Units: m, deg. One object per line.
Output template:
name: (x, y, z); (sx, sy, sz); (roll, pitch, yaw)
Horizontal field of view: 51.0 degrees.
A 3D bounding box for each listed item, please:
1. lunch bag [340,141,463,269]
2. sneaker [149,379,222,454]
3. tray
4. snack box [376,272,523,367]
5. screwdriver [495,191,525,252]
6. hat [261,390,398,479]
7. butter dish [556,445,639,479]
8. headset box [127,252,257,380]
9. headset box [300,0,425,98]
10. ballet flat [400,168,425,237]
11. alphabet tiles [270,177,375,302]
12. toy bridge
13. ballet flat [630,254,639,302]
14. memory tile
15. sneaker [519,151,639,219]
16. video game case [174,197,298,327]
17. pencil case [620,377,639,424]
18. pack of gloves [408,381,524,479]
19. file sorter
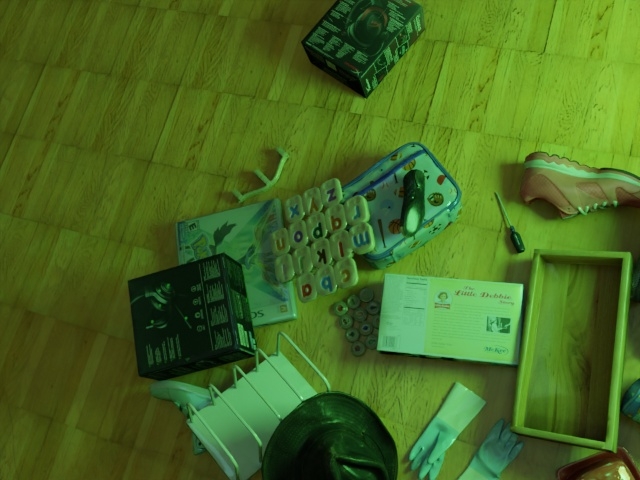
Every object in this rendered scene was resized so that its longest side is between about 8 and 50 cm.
lunch bag: (0.178, -0.089, 1.657); (0.303, 0.115, 0.243); (-34, 65, 1)
sneaker: (-0.317, 0.430, 1.619); (0.255, 0.094, 0.151); (11, 68, 15)
tray: (0.543, 0.226, 1.445); (0.202, 0.076, 0.411); (2, 71, 33)
snack box: (0.300, 0.183, 1.556); (0.321, 0.060, 0.187); (4, 73, 14)
screwdriver: (0.457, -0.047, 1.617); (0.025, 0.024, 0.170); (-29, 62, 36)
hat: (0.046, 0.492, 1.402); (0.331, 0.134, 0.332); (0, 91, -22)
butter dish: (0.581, 0.511, 1.347); (0.159, 0.118, 0.160); (-24, 68, 7)
headset box: (-0.323, 0.194, 1.647); (0.283, 0.131, 0.246); (-17, 70, 9)
headset box: (0.128, -0.569, 1.827); (0.218, 0.110, 0.293); (37, 85, 22)
ballet flat: (0.213, -0.084, 1.566); (0.057, 0.049, 0.173); (20, 68, -24)
alphabet tiles: (0.000, 0.000, 1.636); (0.284, 0.021, 0.278); (-22, 66, 28)
toy bridge: (-0.154, -0.167, 1.815); (0.188, 0.026, 0.063); (-45, 68, -2)
ballet flat: (0.736, 0.022, 1.497); (0.058, 0.084, 0.250); (23, 82, 45)
memory tile: (0.103, 0.197, 1.634); (0.113, 0.012, 0.148); (-26, 67, 5)
sneaker: (0.616, -0.102, 1.561); (0.313, 0.116, 0.136); (19, 88, 27)
video game case: (-0.225, 0.074, 1.749); (0.299, 0.036, 0.329); (-13, 69, 10)
pencil case: (0.767, 0.373, 1.341); (0.306, 0.119, 0.133); (31, 104, 21)
pack of gloves: (0.317, 0.460, 1.474); (0.195, 0.046, 0.232); (32, 83, 23)
file sorter: (-0.139, 0.370, 1.504); (0.277, 0.173, 0.193); (-36, 67, -23)
